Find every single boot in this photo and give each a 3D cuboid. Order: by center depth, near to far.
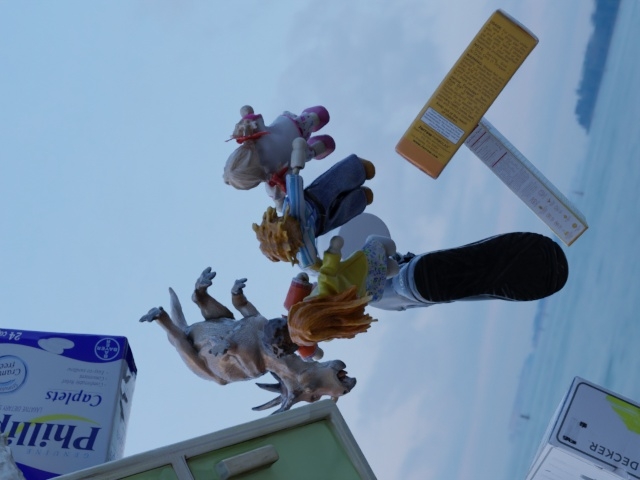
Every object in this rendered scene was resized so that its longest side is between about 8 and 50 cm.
[{"bbox_3d":[0.190,0.046,1.355,0.207,0.246,0.094,169,95,-70],"label":"boot"}]

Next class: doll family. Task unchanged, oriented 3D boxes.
[{"bbox_3d":[0.000,0.000,0.880,0.163,0.118,0.263,-36,-60,-48],"label":"doll family"}]

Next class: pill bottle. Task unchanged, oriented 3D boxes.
[{"bbox_3d":[0.023,0.005,1.097,0.137,0.078,0.078,-6,66,69],"label":"pill bottle"}]

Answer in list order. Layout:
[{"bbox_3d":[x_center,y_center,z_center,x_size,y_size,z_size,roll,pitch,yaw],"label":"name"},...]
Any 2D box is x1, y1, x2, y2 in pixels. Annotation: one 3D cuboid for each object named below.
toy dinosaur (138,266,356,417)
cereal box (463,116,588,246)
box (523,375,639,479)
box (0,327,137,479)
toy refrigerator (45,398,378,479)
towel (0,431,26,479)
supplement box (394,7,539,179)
[{"bbox_3d":[-0.118,0.156,1.301,0.127,0.295,0.200,-49,-49,-29],"label":"toy dinosaur"},{"bbox_3d":[0.307,-0.098,1.478,0.047,0.240,0.173,-46,-6,15],"label":"cereal box"},{"bbox_3d":[0.350,0.271,1.168,0.087,0.169,0.290,-62,-17,-18],"label":"box"},{"bbox_3d":[-0.226,0.149,0.796,0.072,0.126,0.137,97,176,-59],"label":"box"},{"bbox_3d":[-0.069,0.178,0.588,0.094,0.102,0.269,-41,-21,30],"label":"toy refrigerator"},{"bbox_3d":[-0.245,0.237,0.602,0.187,0.282,0.049,-24,-42,-23],"label":"towel"},{"bbox_3d":[0.199,-0.200,1.318,0.233,0.080,0.078,-56,-2,20],"label":"supplement box"}]
